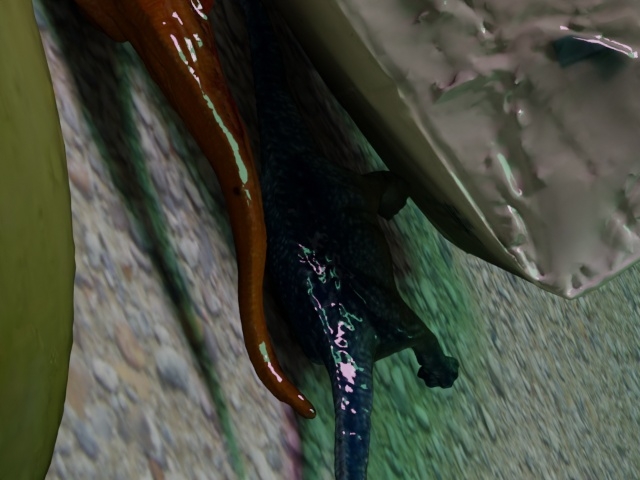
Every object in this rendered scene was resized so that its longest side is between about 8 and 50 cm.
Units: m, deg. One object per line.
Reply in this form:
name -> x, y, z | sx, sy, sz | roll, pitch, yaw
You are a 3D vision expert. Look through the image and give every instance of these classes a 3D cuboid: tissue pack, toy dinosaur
tissue pack -> 0.105, -0.137, 1.133 | 0.297, 0.207, 0.380 | 54, 0, -3
toy dinosaur -> 0.006, 0.006, 1.056 | 0.147, 0.076, 0.363 | 30, 40, -60
toy dinosaur -> -0.097, -0.134, 0.925 | 0.208, 0.097, 0.432 | 55, 22, -59

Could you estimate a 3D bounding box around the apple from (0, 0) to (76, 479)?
apple -> -0.211, -0.016, 0.449 | 0.320, 0.312, 0.360 | -27, 91, -28
